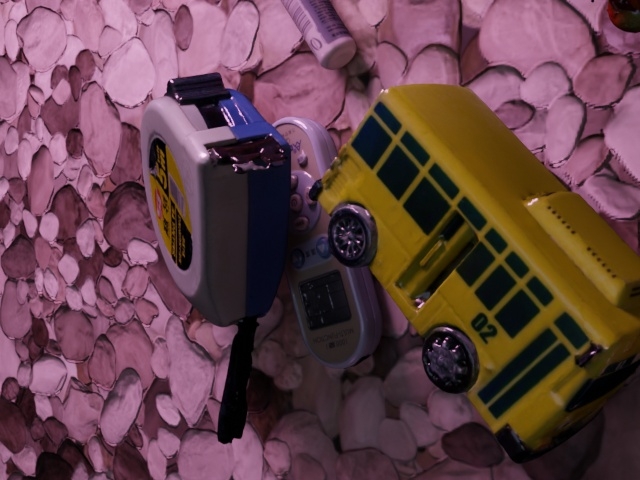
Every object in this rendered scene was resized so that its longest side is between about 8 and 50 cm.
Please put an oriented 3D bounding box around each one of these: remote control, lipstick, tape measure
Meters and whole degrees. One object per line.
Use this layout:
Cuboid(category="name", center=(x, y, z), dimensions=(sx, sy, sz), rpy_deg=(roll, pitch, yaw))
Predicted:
Cuboid(category="remote control", center=(0.000, 0.000, 0.721), dimensions=(0.087, 0.047, 0.244), rpy_deg=(-21, 81, 39))
Cuboid(category="lipstick", center=(-0.014, -0.225, 0.716), dimensions=(0.040, 0.040, 0.141), rpy_deg=(-41, 69, 33))
Cuboid(category="tape measure", center=(-0.104, 0.017, 0.757), dimensions=(0.215, 0.098, 0.351), rpy_deg=(51, 144, 44))

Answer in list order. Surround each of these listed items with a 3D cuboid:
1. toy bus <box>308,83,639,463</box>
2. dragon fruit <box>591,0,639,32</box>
Cuboid(category="toy bus", center=(0.126, 0.012, 0.562), dimensions=(0.262, 0.128, 0.150), rpy_deg=(53, 129, 24))
Cuboid(category="dragon fruit", center=(0.232, -0.195, 0.482), dimensions=(0.175, 0.142, 0.138), rpy_deg=(53, 160, 45))
